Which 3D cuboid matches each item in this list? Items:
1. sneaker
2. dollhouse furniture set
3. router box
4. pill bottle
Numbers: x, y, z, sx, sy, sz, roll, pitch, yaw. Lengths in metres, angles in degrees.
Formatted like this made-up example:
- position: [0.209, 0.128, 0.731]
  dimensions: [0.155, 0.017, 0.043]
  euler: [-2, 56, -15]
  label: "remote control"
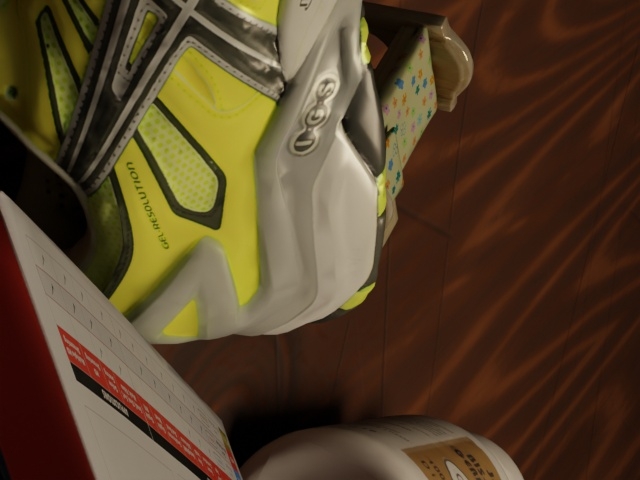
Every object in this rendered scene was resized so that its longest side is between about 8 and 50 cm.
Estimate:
- position: [-0.062, -0.112, 0.628]
  dimensions: [0.147, 0.145, 0.385]
  euler: [-16, 125, -18]
  label: "sneaker"
- position: [0.000, 0.000, 0.920]
  dimensions: [0.161, 0.101, 0.182]
  euler: [78, 33, -46]
  label: "dollhouse furniture set"
- position: [-0.051, 0.176, 0.635]
  dimensions: [0.335, 0.082, 0.301]
  euler: [65, 3, -70]
  label: "router box"
- position: [0.042, 0.167, 1.077]
  dimensions: [0.229, 0.131, 0.131]
  euler: [5, 98, -68]
  label: "pill bottle"
